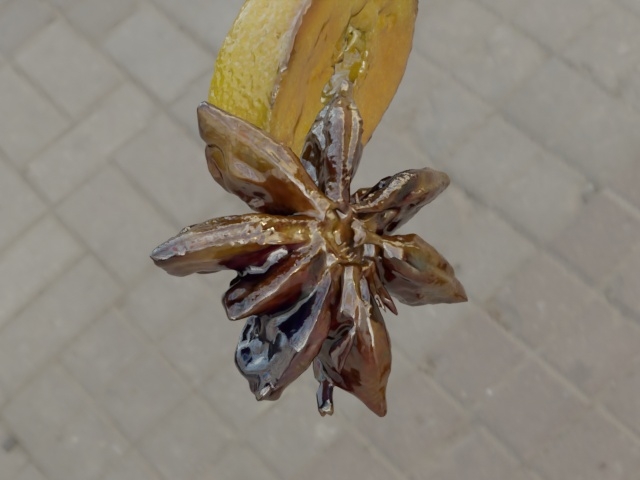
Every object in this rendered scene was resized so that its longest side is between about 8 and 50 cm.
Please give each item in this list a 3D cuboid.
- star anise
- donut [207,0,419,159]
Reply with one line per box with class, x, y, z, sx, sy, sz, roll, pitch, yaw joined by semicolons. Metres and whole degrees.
star anise;0.000;0.001;0.823;0.057;0.168;0.168;-1;52;55
donut;-0.008;-0.109;1.098;0.065;0.162;0.178;22;51;23
